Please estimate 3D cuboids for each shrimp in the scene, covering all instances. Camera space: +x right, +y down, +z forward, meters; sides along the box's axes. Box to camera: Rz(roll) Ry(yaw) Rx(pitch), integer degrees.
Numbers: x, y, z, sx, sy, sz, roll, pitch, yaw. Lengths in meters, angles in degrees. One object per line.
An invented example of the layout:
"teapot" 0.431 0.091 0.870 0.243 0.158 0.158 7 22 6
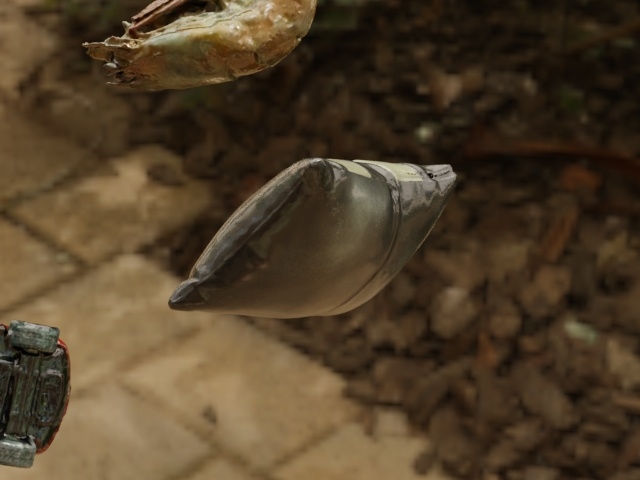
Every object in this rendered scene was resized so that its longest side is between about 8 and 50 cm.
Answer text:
"shrimp" -0.096 -0.178 1.606 0.217 0.051 0.115 -13 59 26

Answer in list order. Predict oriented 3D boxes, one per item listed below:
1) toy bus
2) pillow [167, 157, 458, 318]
"toy bus" -0.237 0.073 1.099 0.195 0.081 0.089 13 -4 -37
"pillow" 0.000 0.000 1.658 0.106 0.186 0.250 53 24 19
